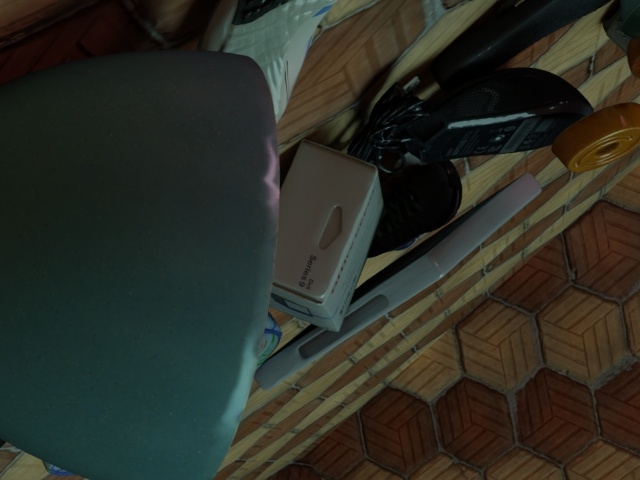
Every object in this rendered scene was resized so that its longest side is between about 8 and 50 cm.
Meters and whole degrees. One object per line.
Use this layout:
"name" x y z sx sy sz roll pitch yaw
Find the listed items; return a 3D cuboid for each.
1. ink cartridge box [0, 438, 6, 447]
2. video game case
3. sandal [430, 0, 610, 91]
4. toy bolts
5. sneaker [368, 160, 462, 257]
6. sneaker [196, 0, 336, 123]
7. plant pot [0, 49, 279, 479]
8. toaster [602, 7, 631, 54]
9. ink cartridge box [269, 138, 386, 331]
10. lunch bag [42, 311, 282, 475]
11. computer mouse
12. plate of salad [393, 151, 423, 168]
"ink cartridge box" -0.332 0.154 1.405 0.371 0.069 0.175 -46 166 24
"video game case" 0.099 0.047 1.805 0.300 0.036 0.329 -36 180 34
"sandal" 0.221 -0.247 1.543 0.254 0.054 0.097 -31 163 14
"toy bolts" 0.314 -0.197 1.486 0.218 0.159 0.228 -22 161 -2
"sneaker" 0.107 -0.031 1.939 0.098 0.083 0.224 -25 164 -30
"sneaker" -0.035 -0.169 1.034 0.085 0.086 0.237 11 130 -25
"plant pot" -0.164 0.011 0.930 0.195 0.290 0.290 8 149 -19
"toaster" 0.489 -0.288 1.911 0.227 0.146 0.129 -31 167 -31
"ink cartridge box" 0.000 0.000 1.566 0.212 0.093 0.154 73 39 -79
"lunch bag" -0.188 0.141 1.649 0.303 0.115 0.243 -38 166 4
"computer mouse" 0.161 -0.141 1.573 0.272 0.072 0.188 -7 161 -19
"plate of salad" 0.169 -0.146 1.757 0.199 0.048 0.200 -29 175 -3
